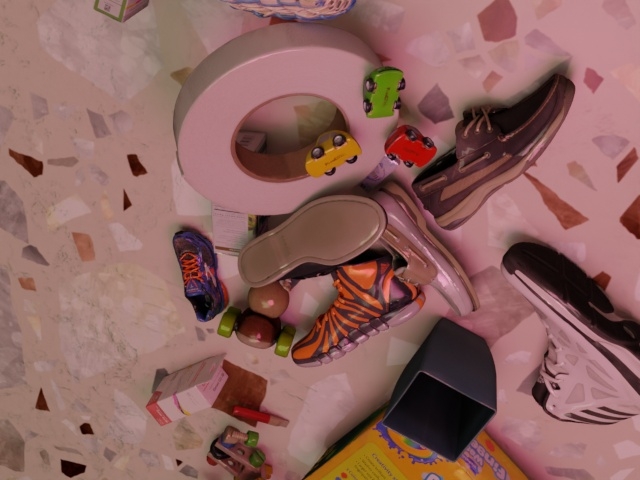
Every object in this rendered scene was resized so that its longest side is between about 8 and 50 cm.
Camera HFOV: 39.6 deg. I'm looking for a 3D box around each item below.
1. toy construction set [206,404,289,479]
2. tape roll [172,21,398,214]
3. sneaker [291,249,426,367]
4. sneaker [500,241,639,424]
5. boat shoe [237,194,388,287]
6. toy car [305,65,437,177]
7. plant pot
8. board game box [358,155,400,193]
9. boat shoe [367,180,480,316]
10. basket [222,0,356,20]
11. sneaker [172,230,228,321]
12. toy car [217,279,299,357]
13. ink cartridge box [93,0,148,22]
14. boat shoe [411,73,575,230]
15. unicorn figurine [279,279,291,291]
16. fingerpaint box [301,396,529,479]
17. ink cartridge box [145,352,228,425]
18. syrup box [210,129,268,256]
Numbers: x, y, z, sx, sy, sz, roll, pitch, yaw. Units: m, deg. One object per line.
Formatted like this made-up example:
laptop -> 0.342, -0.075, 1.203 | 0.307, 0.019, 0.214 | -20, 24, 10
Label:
toy construction set -> -0.143, 0.560, 2.099 | 0.237, 0.257, 0.309 | 18, 102, -16
tape roll -> -0.060, -0.196, 1.524 | 0.391, 0.072, 0.392 | -12, 142, -9
sneaker -> 0.041, 0.124, 1.817 | 0.321, 0.125, 0.180 | -32, 104, 18
sneaker -> 0.460, 0.214, 1.707 | 0.447, 0.169, 0.257 | 39, 121, -12
boat shoe -> 0.001, 0.004, 1.665 | 0.340, 0.113, 0.127 | -29, 76, 33
toy car -> 0.092, -0.205, 1.471 | 0.238, 0.053, 0.225 | -8, 141, -15
plant pot -> 0.250, 0.276, 1.766 | 0.165, 0.234, 0.165 | 29, 124, -1
board game box -> 0.089, -0.149, 1.684 | 0.090, 0.020, 0.090 | 42, 122, -11
boat shoe -> 0.183, 0.036, 1.697 | 0.103, 0.113, 0.302 | -40, 97, -11
basket -> -0.040, -0.446, 1.382 | 0.254, 0.289, 0.201 | 7, 105, 10
sneaker -> -0.257, 0.078, 1.881 | 0.083, 0.087, 0.221 | -11, 117, 21
toy car -> -0.111, 0.128, 1.871 | 0.155, 0.149, 0.189 | 19, 95, 0
ink cartridge box -> -0.323, -0.495, 1.539 | 0.062, 0.109, 0.209 | 25, 123, 0
boat shoe -> 0.290, -0.163, 1.552 | 0.130, 0.132, 0.355 | 37, 122, -8
unicorn figurine -> -0.067, 0.042, 1.812 | 0.161, 0.111, 0.060 | -20, 147, 3
fingerpaint box -> 0.241, 0.569, 1.938 | 0.445, 0.163, 0.371 | 46, 123, 4
ink cartridge box -> -0.290, 0.339, 2.031 | 0.198, 0.115, 0.067 | -25, 110, 28
syrup box -> -0.159, -0.090, 1.746 | 0.096, 0.093, 0.237 | 7, 122, 11
